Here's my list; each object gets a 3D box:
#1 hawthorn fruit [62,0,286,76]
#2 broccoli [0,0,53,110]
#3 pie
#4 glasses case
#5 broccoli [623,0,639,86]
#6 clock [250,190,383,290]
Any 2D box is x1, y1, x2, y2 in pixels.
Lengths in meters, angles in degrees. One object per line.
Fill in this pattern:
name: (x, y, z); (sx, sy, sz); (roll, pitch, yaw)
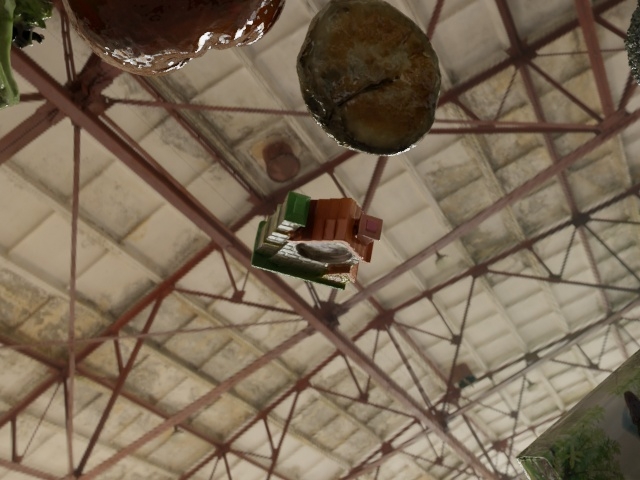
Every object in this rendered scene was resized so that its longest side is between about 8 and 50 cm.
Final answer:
hawthorn fruit: (-0.253, -0.490, 1.051); (0.403, 0.402, 0.402); (-13, -46, -14)
broccoli: (-0.532, -0.329, 0.928); (0.293, 0.348, 0.280); (-30, -66, -40)
pie: (0.106, -0.335, 1.292); (0.340, 0.077, 0.338); (0, -91, -21)
glasses case: (0.352, 0.211, 0.722); (0.272, 0.095, 0.062); (-29, -8, -26)
broccoli: (0.620, -0.362, 1.081); (0.176, 0.198, 0.226); (33, -66, 0)
clock: (0.000, 0.000, 1.268); (0.220, 0.106, 0.255); (15, -21, -15)
